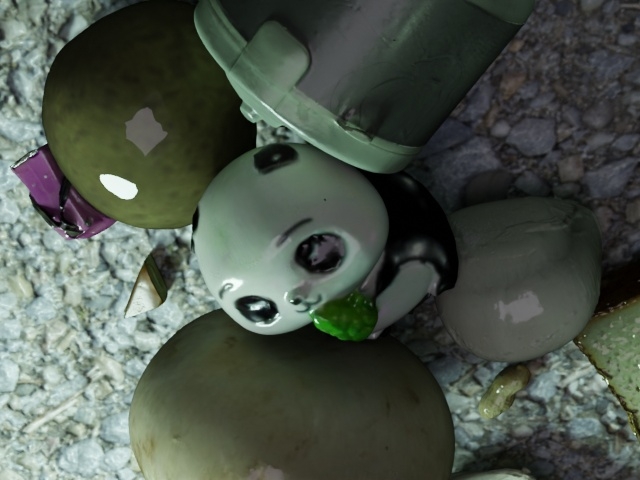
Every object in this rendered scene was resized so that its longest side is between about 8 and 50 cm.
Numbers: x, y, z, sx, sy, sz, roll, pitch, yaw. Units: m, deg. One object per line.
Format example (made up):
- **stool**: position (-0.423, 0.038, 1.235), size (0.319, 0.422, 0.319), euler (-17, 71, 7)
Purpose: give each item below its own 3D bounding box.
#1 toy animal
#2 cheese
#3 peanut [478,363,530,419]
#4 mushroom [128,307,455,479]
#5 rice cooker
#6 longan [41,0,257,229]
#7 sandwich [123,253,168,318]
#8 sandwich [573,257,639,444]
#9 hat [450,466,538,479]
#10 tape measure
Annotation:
- **toy animal**: position (0.003, 0.008, 1.652), size (0.212, 0.267, 0.212), euler (0, 90, 40)
- **cheese**: position (0.210, 0.046, 1.740), size (0.198, 0.189, 0.154), euler (-12, 114, 14)
- **peanut**: position (0.216, 0.177, 1.893), size (0.037, 0.037, 0.083), euler (32, 119, -9)
- **mushroom**: position (-0.034, 0.231, 1.769), size (0.362, 0.362, 0.294), euler (11, 110, 2)
- **rice cooker**: position (0.039, -0.226, 1.578), size (0.288, 0.288, 0.277), euler (35, 112, -10)
- **longan**: position (-0.175, -0.128, 1.698), size (0.246, 0.215, 0.246), euler (11, 142, 9)
- **sandwich**: position (-0.202, 0.061, 1.893), size (0.044, 0.031, 0.083), euler (23, 120, 1)
- **sandwich**: position (0.452, 0.134, 1.806), size (0.271, 0.099, 0.301), euler (-28, 106, 16)
- **hat**: position (0.188, 0.374, 1.977), size (0.219, 0.164, 0.226), euler (29, 156, -7)
- **tape measure**: position (-0.274, -0.060, 1.789), size (0.074, 0.125, 0.118), euler (-29, 98, 30)
